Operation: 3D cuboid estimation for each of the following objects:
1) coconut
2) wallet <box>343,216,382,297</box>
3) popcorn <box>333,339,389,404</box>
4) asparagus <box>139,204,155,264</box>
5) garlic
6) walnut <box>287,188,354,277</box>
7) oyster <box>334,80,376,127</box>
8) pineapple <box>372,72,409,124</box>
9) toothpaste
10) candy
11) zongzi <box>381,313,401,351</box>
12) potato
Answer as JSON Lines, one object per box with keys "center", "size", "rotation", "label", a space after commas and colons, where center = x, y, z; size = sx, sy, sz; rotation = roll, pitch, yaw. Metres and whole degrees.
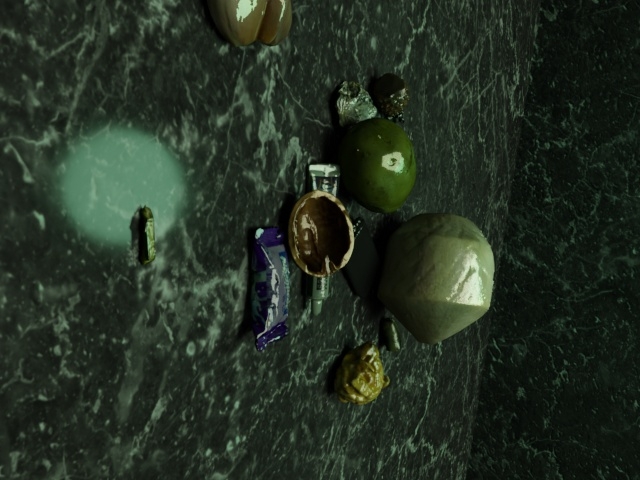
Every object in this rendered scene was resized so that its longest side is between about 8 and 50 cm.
{"center": [0.361, 0.124, 1.947], "size": [0.415, 0.345, 0.415], "rotation": [7, 90, -82], "label": "coconut"}
{"center": [0.115, 0.054, 1.807], "size": [0.149, 0.044, 0.250], "rotation": [-60, 146, -25], "label": "wallet"}
{"center": [0.118, 0.404, 1.833], "size": [0.163, 0.140, 0.194], "rotation": [63, 35, -36], "label": "popcorn"}
{"center": [-0.302, -0.008, 1.070], "size": [0.025, 0.021, 0.108], "rotation": [-18, 114, -57], "label": "asparagus"}
{"center": [-0.122, -0.481, 1.157], "size": [0.217, 0.110, 0.227], "rotation": [-29, 123, -50], "label": "garlic"}
{"center": [-0.010, -0.017, 1.481], "size": [0.167, 0.087, 0.211], "rotation": [-8, 95, -20], "label": "walnut"}
{"center": [0.090, -0.357, 1.615], "size": [0.177, 0.064, 0.124], "rotation": [-38, 135, -48], "label": "oyster"}
{"center": [0.212, -0.401, 1.790], "size": [0.197, 0.108, 0.108], "rotation": [53, 53, -68], "label": "pineapple"}
{"center": [0.000, 0.000, 1.563], "size": [0.099, 0.061, 0.391], "rotation": [-3, 102, -34], "label": "toothpaste"}
{"center": [-0.111, 0.105, 1.394], "size": [0.145, 0.070, 0.275], "rotation": [-4, 93, -68], "label": "candy"}
{"center": [0.240, 0.295, 2.115], "size": [0.130, 0.062, 0.154], "rotation": [-46, 124, -75], "label": "zongzi"}
{"center": [0.156, -0.193, 1.633], "size": [0.215, 0.216, 0.304], "rotation": [-66, 148, -24], "label": "potato"}
